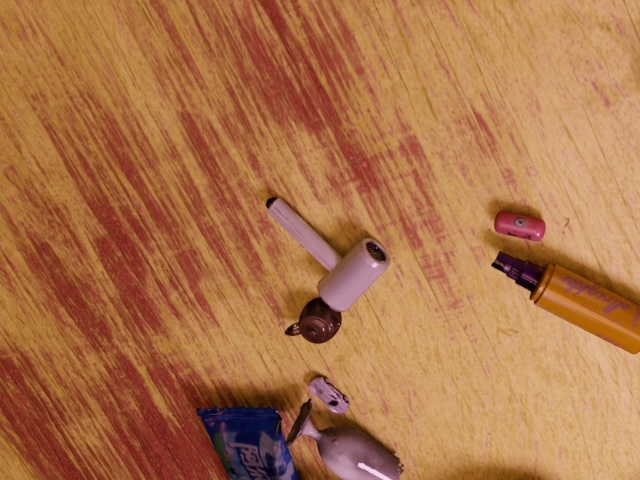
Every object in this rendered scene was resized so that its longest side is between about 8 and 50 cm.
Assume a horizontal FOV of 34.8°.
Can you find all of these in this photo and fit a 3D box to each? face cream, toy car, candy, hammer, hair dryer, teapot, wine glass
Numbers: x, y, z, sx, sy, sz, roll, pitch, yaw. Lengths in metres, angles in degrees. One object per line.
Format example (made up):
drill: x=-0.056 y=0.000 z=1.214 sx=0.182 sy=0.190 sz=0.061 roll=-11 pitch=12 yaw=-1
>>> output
face cream: x=0.408 y=0.091 z=1.669 sx=0.273 sy=0.078 sz=0.078 roll=27 pitch=122 yaw=5
toy car: x=0.017 y=0.296 z=1.945 sx=0.093 sy=0.025 sz=0.041 roll=45 pitch=121 yaw=-7
candy: x=-0.114 y=0.458 z=2.046 sx=0.187 sy=0.077 sz=0.331 roll=-7 pitch=117 yaw=21
hammer: x=0.324 y=-0.024 z=1.660 sx=0.083 sy=0.043 sz=0.043 roll=14 pitch=120 yaw=13
hair dryer: x=0.000 y=0.000 z=1.784 sx=0.236 sy=0.073 sz=0.131 roll=44 pitch=120 yaw=4
teapot: x=-0.011 y=0.154 z=1.854 sx=0.121 sy=0.068 sz=0.076 roll=-14 pitch=111 yaw=25
wine glass: x=0.047 y=0.399 z=1.944 sx=0.222 sy=0.103 sz=0.103 roll=32 pitch=122 yaw=-6
